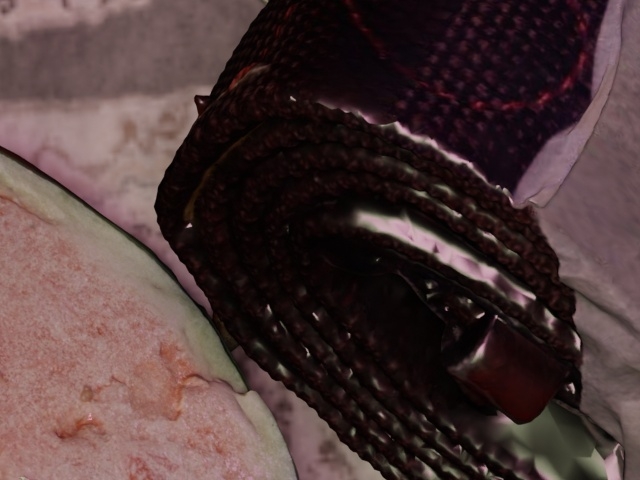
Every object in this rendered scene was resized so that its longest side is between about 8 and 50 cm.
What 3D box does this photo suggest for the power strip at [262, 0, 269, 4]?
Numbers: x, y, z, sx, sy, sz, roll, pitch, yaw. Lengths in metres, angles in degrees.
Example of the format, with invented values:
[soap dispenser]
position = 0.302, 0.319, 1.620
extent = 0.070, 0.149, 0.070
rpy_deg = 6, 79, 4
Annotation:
[power strip]
position = -0.001, -0.138, 0.786
extent = 0.040, 0.016, 0.090
rpy_deg = 45, 99, 2

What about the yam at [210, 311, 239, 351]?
[yam]
position = 0.000, 0.000, 0.793
extent = 0.129, 0.027, 0.033
rpy_deg = -37, 120, 8

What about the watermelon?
[watermelon]
position = -0.145, 0.081, 0.747
extent = 0.224, 0.180, 0.305
rpy_deg = -33, 77, -2

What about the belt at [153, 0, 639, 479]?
[belt]
position = 0.089, 0.006, 0.694
extent = 0.289, 0.164, 0.184
rpy_deg = 44, 140, -16
